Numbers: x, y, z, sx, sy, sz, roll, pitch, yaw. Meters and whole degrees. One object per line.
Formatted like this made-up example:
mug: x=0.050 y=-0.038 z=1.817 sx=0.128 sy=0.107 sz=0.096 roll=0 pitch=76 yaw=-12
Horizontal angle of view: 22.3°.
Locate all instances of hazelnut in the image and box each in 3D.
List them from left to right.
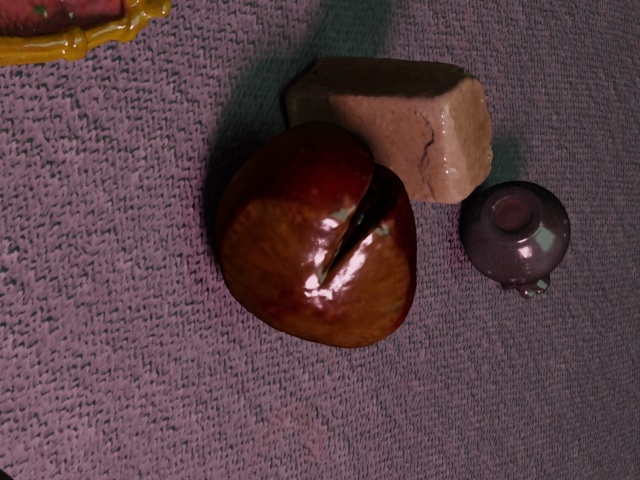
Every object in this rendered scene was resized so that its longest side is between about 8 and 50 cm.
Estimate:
hazelnut: x=0.000 y=0.000 z=1.419 sx=0.204 sy=0.178 sz=0.178 roll=45 pitch=56 yaw=-25

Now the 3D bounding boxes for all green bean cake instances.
green bean cake: x=0.063 y=-0.102 z=1.477 sx=0.085 sy=0.179 sz=0.109 roll=-45 pitch=130 yaw=-43

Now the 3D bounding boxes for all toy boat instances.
toy boat: x=-0.235 y=-0.184 z=1.067 sx=0.318 sy=0.099 sz=0.141 roll=7 pitch=88 yaw=-55

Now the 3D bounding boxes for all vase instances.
vase: x=0.224 y=0.010 z=1.831 sx=0.183 sy=0.120 sz=0.120 roll=68 pitch=41 yaw=-61

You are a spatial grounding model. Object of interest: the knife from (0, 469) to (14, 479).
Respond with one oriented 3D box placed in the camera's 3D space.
knife: x=-0.272 y=0.154 z=1.123 sx=0.245 sy=0.019 sz=0.072 roll=47 pitch=16 yaw=-56
